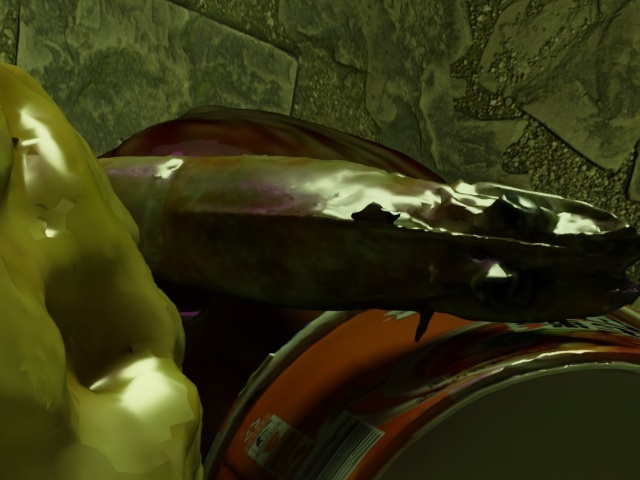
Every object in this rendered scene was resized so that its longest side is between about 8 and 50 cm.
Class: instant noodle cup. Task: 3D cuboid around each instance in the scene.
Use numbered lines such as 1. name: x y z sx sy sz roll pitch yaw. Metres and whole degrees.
1. instant noodle cup: 0.075 0.132 0.617 0.250 0.250 0.192 -4 -1 -5

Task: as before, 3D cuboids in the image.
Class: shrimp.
1. shrimp: 0.000 0.000 0.652 0.296 0.058 0.169 8 1 32

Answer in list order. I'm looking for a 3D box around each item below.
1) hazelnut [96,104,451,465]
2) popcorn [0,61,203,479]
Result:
1. hazelnut: 0.004 0.131 0.929 0.402 0.402 0.429 -8 -15 16
2. popcorn: -0.241 0.073 0.500 0.390 0.354 0.344 -49 -10 -4
